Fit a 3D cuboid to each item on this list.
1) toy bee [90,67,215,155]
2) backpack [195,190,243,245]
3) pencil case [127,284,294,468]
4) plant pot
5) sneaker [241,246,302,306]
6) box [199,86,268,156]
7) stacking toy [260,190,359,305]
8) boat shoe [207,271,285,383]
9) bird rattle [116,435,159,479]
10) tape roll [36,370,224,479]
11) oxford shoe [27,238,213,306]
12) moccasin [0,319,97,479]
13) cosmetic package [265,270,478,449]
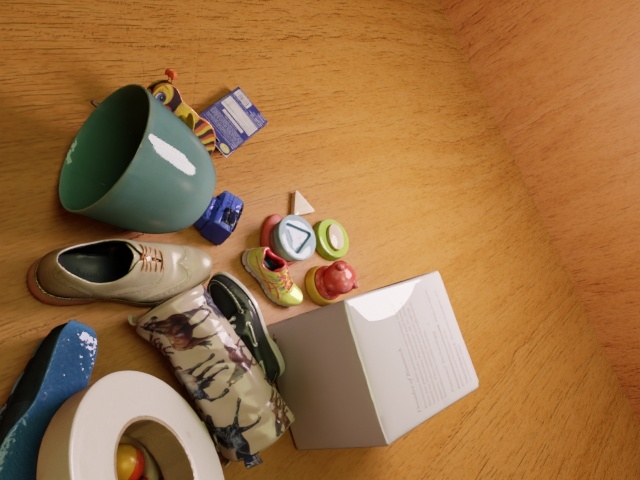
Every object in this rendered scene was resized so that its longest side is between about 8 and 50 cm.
[{"bbox_3d":[-0.362,-0.321,1.279,0.195,0.162,0.298,38,11,26],"label":"toy bee"},{"bbox_3d":[-0.253,-0.069,1.335,0.101,0.098,0.120,36,51,-21],"label":"backpack"},{"bbox_3d":[-0.235,0.289,1.145,0.184,0.160,0.410,-35,97,-19],"label":"pencil case"},{"bbox_3d":[-0.372,-0.145,1.139,0.235,0.293,0.292,34,50,-46],"label":"plant pot"},{"bbox_3d":[-0.113,0.096,1.393,0.208,0.094,0.081,46,45,-20],"label":"sneaker"},{"bbox_3d":[-0.257,-0.334,1.494,0.136,0.037,0.225,50,44,-13],"label":"box"},{"bbox_3d":[0.000,0.000,1.516,0.309,0.130,0.279,41,49,-23],"label":"stacking toy"},{"bbox_3d":[-0.189,0.218,1.253,0.302,0.114,0.091,58,40,-5],"label":"boat shoe"},{"bbox_3d":[-0.364,0.453,0.983,0.254,0.143,0.206,28,38,-35],"label":"bird rattle"},{"bbox_3d":[-0.304,0.416,0.913,0.392,0.072,0.392,56,11,-17],"label":"tape roll"},{"bbox_3d":[-0.384,0.064,1.116,0.397,0.147,0.140,-7,76,-45],"label":"oxford shoe"},{"bbox_3d":[-0.495,0.313,0.932,0.138,0.117,0.341,46,41,-35],"label":"moccasin"},{"bbox_3d":[0.127,0.301,1.356,0.394,0.329,0.327,-10,79,-44],"label":"cosmetic package"}]
